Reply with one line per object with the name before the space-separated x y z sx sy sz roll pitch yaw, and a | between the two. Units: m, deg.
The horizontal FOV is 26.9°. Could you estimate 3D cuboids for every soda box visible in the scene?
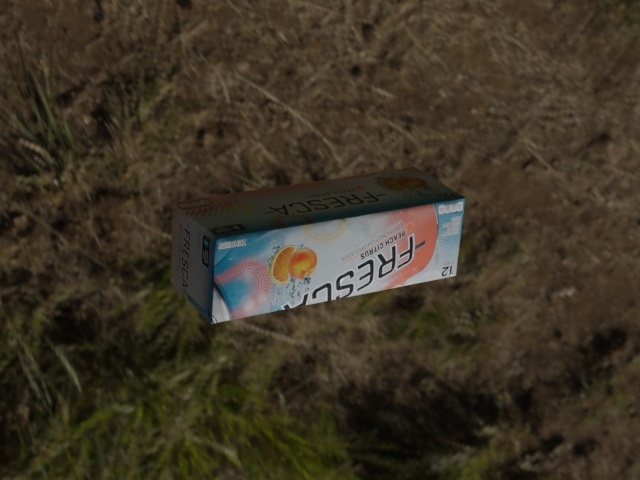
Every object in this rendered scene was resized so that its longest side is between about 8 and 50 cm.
soda box | 0.000 0.000 0.843 0.183 0.063 0.058 -10 118 -28
